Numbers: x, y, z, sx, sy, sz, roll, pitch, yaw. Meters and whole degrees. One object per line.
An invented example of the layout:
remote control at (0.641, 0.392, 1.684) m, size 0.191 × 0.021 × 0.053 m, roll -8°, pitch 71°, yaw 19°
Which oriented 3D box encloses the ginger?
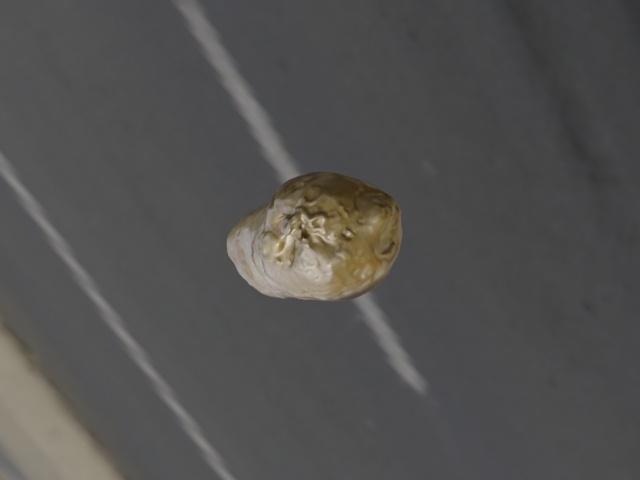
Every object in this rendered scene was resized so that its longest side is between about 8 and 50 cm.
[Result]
ginger at (-0.002, -0.001, 1.076) m, size 0.095 × 0.069 × 0.190 m, roll 6°, pitch 178°, yaw -4°
